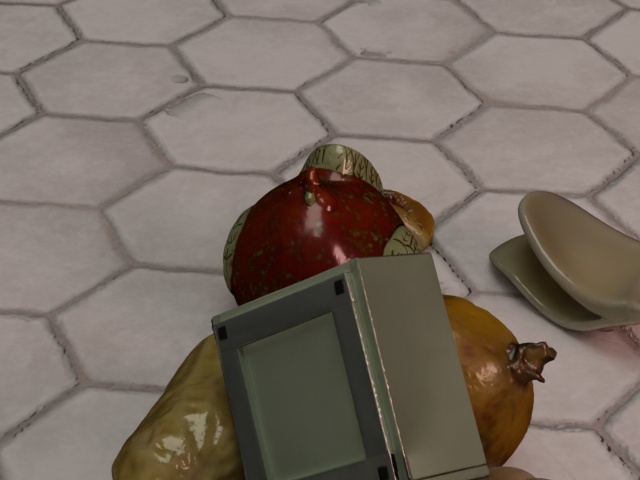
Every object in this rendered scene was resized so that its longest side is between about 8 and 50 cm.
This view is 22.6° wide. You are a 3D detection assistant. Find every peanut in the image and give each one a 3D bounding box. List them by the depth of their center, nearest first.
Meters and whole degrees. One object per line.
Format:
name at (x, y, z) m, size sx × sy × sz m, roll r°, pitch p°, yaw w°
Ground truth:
peanut at (-0.107, 0.195, 1.709) m, size 0.147 × 0.148 × 0.319 m, roll 13°, pitch 32°, yaw 18°

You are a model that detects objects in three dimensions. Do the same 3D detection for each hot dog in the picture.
hot dog at (0.030, -0.032, 2.112) m, size 0.242 × 0.073 × 0.084 m, roll 4°, pitch 28°, yaw 5°

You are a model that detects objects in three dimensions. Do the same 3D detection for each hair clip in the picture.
hair clip at (0.335, 0.035, 1.993) m, size 0.282 × 0.113 × 0.172 m, roll 31°, pitch 44°, yaw 30°

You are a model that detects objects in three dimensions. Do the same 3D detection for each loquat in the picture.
loquat at (0.134, 0.153, 1.683) m, size 0.246 × 0.213 × 0.213 m, roll -22°, pitch 22°, yaw 31°

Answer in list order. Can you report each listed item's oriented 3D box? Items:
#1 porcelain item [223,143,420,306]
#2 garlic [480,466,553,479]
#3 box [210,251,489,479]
porcelain item at (0.000, 0.000, 1.920) m, size 0.252 × 0.253 × 0.253 m, roll 0°, pitch 33°, yaw 0°
garlic at (0.178, 0.331, 1.531) m, size 0.292 × 0.210 × 0.237 m, roll -23°, pitch 5°, yaw -28°
box at (0.018, 0.152, 1.570) m, size 0.117 × 0.225 × 0.225 m, roll -3°, pitch -15°, yaw -45°
